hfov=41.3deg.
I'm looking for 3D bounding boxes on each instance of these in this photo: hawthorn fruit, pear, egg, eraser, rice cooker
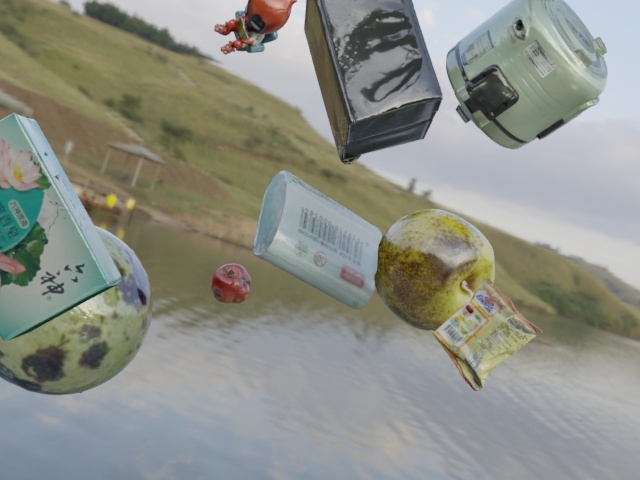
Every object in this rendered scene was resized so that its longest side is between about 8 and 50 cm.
[{"bbox_3d":[-0.188,0.089,1.788,0.093,0.093,0.093,19,0,0],"label":"hawthorn fruit"},{"bbox_3d":[0.176,0.044,1.375,0.197,0.197,0.197,19,0,0],"label":"pear"},{"bbox_3d":[-0.526,0.133,1.692,0.345,0.345,0.428,18,-16,-39],"label":"egg"},{"bbox_3d":[0.000,0.000,1.491,0.227,0.174,0.081,30,-40,-28],"label":"eraser"},{"bbox_3d":[0.334,-0.276,1.408,0.244,0.226,0.226,-31,-33,33],"label":"rice cooker"}]

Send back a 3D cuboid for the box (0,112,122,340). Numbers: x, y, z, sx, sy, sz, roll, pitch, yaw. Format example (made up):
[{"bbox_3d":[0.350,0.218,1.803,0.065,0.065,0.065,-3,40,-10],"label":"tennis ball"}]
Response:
[{"bbox_3d":[-0.378,-0.018,1.067,0.245,0.153,0.092,61,-1,-2],"label":"box"}]

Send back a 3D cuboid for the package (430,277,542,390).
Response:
[{"bbox_3d":[0.220,0.127,1.151,0.108,0.121,0.031,49,8,28],"label":"package"}]

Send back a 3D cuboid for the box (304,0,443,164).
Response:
[{"bbox_3d":[0.105,-0.379,1.827,0.204,0.345,0.251,-13,-13,-5],"label":"box"}]

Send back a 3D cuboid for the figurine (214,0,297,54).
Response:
[{"bbox_3d":[-0.090,-0.327,1.262,0.075,0.068,0.140,-17,-2,-43],"label":"figurine"}]
